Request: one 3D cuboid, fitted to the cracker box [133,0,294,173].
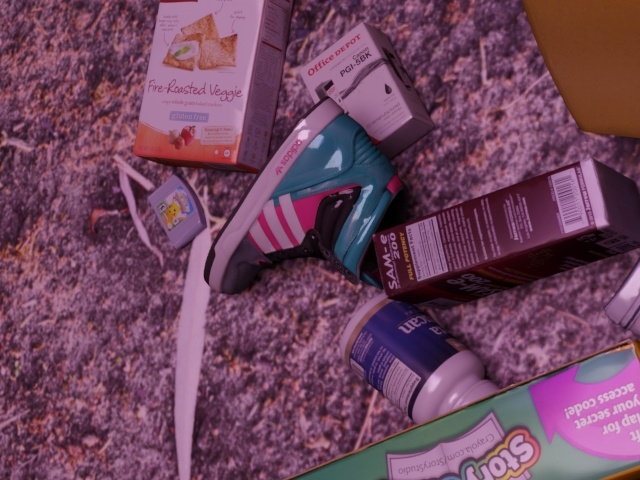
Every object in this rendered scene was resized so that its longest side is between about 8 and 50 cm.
[{"bbox_3d":[-0.127,-0.203,1.579,0.155,0.067,0.232,6,84,31],"label":"cracker box"}]

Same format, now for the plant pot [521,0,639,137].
[{"bbox_3d":[0.319,-0.205,1.213,0.212,0.212,0.187,11,128,32],"label":"plant pot"}]

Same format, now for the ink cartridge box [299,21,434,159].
[{"bbox_3d":[0.049,-0.158,1.470,0.099,0.056,0.135,-36,66,22],"label":"ink cartridge box"}]

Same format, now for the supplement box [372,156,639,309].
[{"bbox_3d":[0.189,-0.001,1.315,0.239,0.130,0.073,-20,72,28],"label":"supplement box"}]

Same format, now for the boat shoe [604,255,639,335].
[{"bbox_3d":[0.360,-0.003,1.253,0.076,0.083,0.226,33,106,8],"label":"boat shoe"}]

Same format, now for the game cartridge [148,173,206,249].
[{"bbox_3d":[-0.172,-0.038,1.609,0.056,0.017,0.083,-39,64,16],"label":"game cartridge"}]

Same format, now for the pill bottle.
[{"bbox_3d":[0.108,0.135,1.360,0.169,0.094,0.094,38,102,30],"label":"pill bottle"}]

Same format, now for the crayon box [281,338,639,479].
[{"bbox_3d":[0.178,0.205,1.177,0.363,0.313,0.106,-27,69,25],"label":"crayon box"}]

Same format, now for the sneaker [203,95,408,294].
[{"bbox_3d":[0.000,0.000,1.441,0.178,0.124,0.295,41,132,6],"label":"sneaker"}]
